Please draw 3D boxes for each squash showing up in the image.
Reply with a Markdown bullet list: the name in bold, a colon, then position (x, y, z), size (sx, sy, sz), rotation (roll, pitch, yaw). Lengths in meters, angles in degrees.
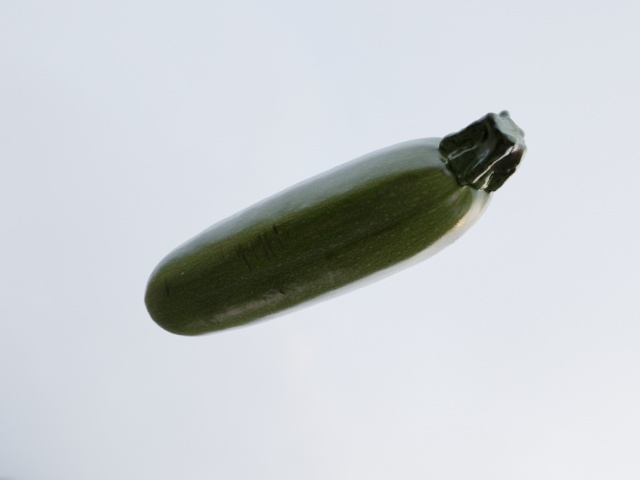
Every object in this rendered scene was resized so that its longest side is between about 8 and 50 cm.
- **squash**: position (0.000, 0.000, 0.406), size (0.252, 0.066, 0.066), rotation (-22, -66, 33)
